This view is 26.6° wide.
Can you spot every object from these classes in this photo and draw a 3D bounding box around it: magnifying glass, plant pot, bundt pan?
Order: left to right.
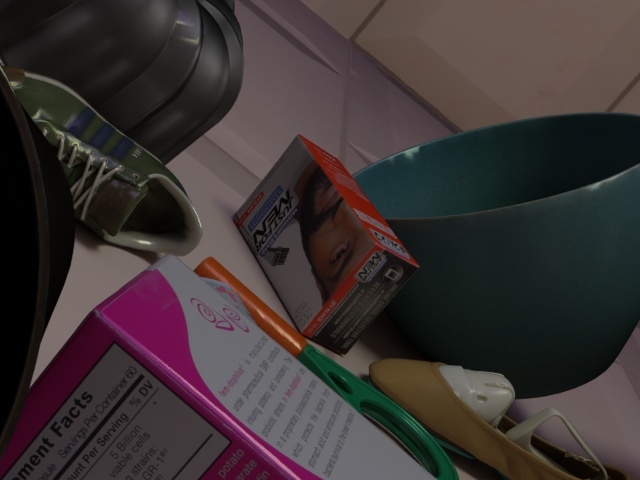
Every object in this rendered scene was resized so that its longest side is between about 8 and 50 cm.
[{"bbox_3d":[-0.165,-0.209,0.994,0.331,0.124,0.331,56,14,-21],"label":"bundt pan"},{"bbox_3d":[0.002,0.096,0.923,0.231,0.026,0.092,43,14,3],"label":"magnifying glass"},{"bbox_3d":[0.173,0.022,1.183,0.290,0.290,0.195,-88,165,-73],"label":"plant pot"}]

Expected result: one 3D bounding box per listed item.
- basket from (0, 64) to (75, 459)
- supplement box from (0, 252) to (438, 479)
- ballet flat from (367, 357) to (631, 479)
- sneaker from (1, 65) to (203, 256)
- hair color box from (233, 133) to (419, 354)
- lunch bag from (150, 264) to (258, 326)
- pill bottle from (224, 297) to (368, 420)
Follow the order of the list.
[{"bbox_3d":[-0.157,0.007,0.448,0.154,0.204,0.227,26,6,-7],"label":"basket"},{"bbox_3d":[-0.025,0.123,0.558,0.220,0.114,0.111,42,14,0],"label":"supplement box"},{"bbox_3d":[0.141,0.143,1.039,0.232,0.073,0.080,37,13,-15],"label":"ballet flat"},{"bbox_3d":[-0.146,-0.044,0.863,0.192,0.064,0.086,30,11,-48],"label":"sneaker"},{"bbox_3d":[0.000,0.000,1.068,0.053,0.093,0.167,28,17,-38],"label":"hair color box"},{"bbox_3d":[-0.064,0.058,0.791,0.083,0.053,0.071,14,25,-42],"label":"lunch bag"},{"bbox_3d":[-0.025,0.104,0.672,0.160,0.087,0.087,40,13,0],"label":"pill bottle"}]
